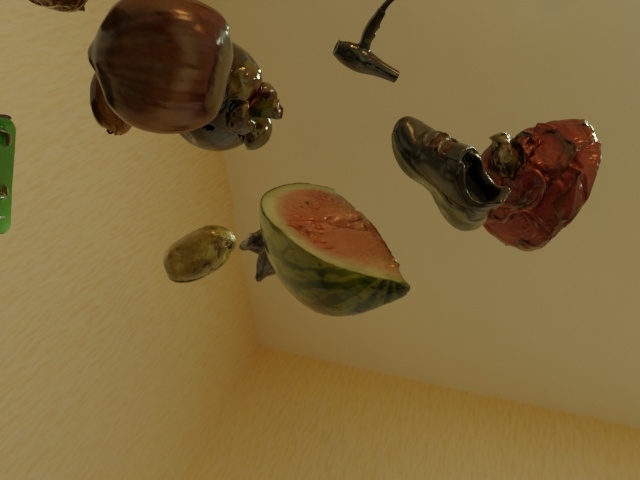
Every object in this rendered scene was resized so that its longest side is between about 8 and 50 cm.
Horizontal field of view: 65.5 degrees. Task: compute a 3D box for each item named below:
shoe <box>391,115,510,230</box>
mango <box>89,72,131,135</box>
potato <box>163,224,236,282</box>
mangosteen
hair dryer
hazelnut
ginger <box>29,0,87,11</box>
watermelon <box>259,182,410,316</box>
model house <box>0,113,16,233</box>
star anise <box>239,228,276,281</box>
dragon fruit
[{"bbox_3d":[0.216,-0.121,0.810,0.227,0.099,0.112,51,-27,-5],"label":"shoe"},{"bbox_3d":[-0.380,-0.256,0.910,0.077,0.063,0.127,-2,-73,7],"label":"mango"},{"bbox_3d":[-0.267,0.030,1.107,0.171,0.080,0.107,-25,-68,-6],"label":"potato"},{"bbox_3d":[-0.219,-0.336,1.177,0.302,0.275,0.274,19,-51,24],"label":"mangosteen"},{"bbox_3d":[0.158,-0.543,1.328,0.196,0.075,0.219,19,-51,-15],"label":"hair dryer"},{"bbox_3d":[-0.238,-0.277,0.773,0.210,0.186,0.210,7,-55,11],"label":"hazelnut"},{"bbox_3d":[-0.347,-0.350,0.633,0.074,0.162,0.103,3,-71,-3],"label":"ginger"},{"bbox_3d":[-0.013,0.023,0.720,0.159,0.303,0.128,2,-63,-22],"label":"watermelon"},{"bbox_3d":[-0.779,-0.130,0.848,0.313,0.358,0.242,4,-85,6],"label":"model house"},{"bbox_3d":[-0.053,-0.014,0.933,0.208,0.171,0.063,-15,-46,-3],"label":"star anise"},{"bbox_3d":[0.426,-0.109,1.029,0.205,0.152,0.316,17,-65,-5],"label":"dragon fruit"}]
